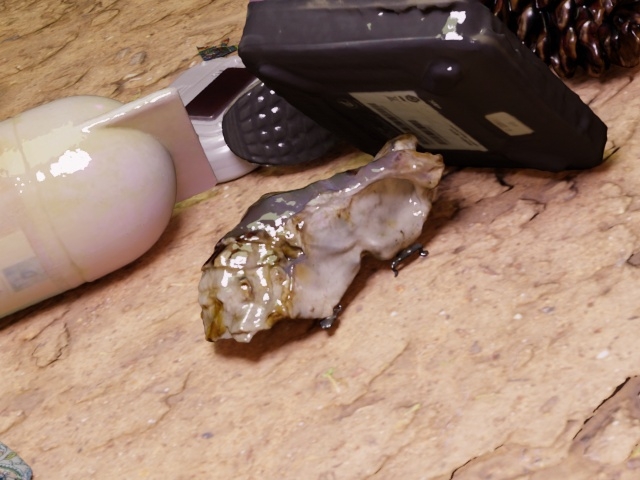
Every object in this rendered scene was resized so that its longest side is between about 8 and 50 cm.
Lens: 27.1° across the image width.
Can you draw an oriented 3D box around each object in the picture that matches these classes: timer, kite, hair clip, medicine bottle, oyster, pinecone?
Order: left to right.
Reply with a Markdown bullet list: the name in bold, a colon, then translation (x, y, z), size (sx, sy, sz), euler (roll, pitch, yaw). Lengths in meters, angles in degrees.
- **hair clip**: translation (-0.393, 0.230, 1.470), size (0.229, 0.036, 0.066), euler (12, 50, 44)
- **medicine bottle**: translation (-0.343, -0.054, 1.702), size (0.406, 0.235, 0.235), euler (-23, 30, -2)
- **kite**: translation (-0.174, -0.327, 2.274), size (0.122, 0.004, 0.090), euler (-3, 34, 29)
- **timer**: translation (-0.145, -0.186, 1.941), size (0.237, 0.087, 0.262), euler (5, 41, 37)
- **oyster**: translation (0.002, 0.002, 1.504), size (0.337, 0.133, 0.198), euler (-29, 38, -6)
- **pinecone**: translation (0.321, -0.317, 1.747), size (0.273, 0.224, 0.224), euler (28, 52, 23)

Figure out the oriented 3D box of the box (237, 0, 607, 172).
- **box**: translation (0.118, -0.174, 1.532), size (0.350, 0.359, 0.091), euler (7, 74, 40)

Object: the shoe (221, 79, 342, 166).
- **shoe**: translation (0.022, -0.207, 1.832), size (0.337, 0.132, 0.171), euler (-15, 20, -3)

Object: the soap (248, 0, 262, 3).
- **soap**: translation (-0.017, -0.391, 2.222), size (0.203, 0.065, 0.122), euler (-16, 30, 8)
